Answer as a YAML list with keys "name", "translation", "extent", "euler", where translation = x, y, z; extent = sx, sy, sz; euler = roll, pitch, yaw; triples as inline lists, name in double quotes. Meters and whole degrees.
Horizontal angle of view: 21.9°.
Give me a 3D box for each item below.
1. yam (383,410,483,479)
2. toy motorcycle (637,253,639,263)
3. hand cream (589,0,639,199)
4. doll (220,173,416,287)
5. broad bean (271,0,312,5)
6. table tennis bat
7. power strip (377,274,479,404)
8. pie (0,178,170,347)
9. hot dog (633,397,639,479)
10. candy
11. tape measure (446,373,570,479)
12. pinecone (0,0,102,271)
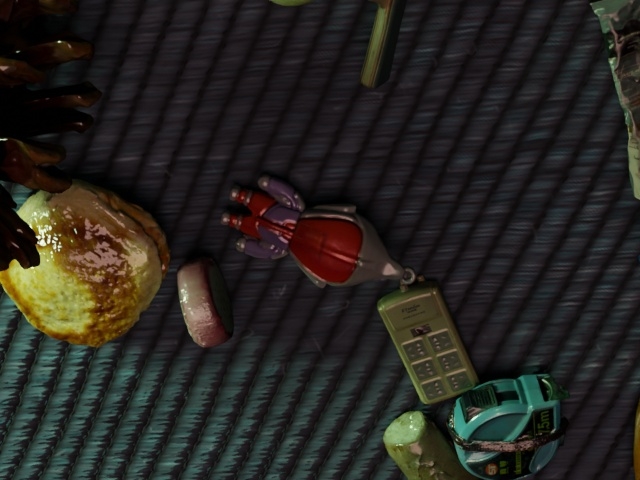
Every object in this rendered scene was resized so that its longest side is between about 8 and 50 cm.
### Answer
- name: "yam"
  translation: [0.207, 0.356, 2.028]
  extent: [0.083, 0.083, 0.371]
  euler: [-35, 111, 19]
- name: "toy motorcycle"
  translation: [0.491, -0.049, 1.773]
  extent: [0.331, 0.125, 0.196]
  euler: [-41, 113, 13]
- name: "hand cream"
  translation: [0.345, -0.149, 1.771]
  extent: [0.075, 0.052, 0.248]
  euler: [-20, 112, -13]
- name: "doll"
  translation: [0.000, 0.000, 1.840]
  extent: [0.227, 0.075, 0.102]
  euler: [19, 108, 2]
- name: "broad bean"
  translation: [-0.013, -0.340, 1.629]
  extent: [0.169, 0.100, 0.228]
  euler: [29, 110, 26]
- name: "table tennis bat"
  translation: [0.084, -0.284, 1.648]
  extent: [0.022, 0.173, 0.301]
  euler: [32, 132, 22]
- name: "power strip"
  translation: [0.124, 0.115, 1.925]
  extent: [0.076, 0.028, 0.169]
  euler: [-20, 116, 13]
- name: "pie"
  translation: [-0.269, 0.025, 1.858]
  extent: [0.205, 0.084, 0.179]
  euler: [-38, 111, 23]
- name: "hot dog"
  translation: [0.427, 0.276, 1.979]
  extent: [0.100, 0.068, 0.249]
  euler: [-7, 118, 5]
- name: "candy"
  translation: [-0.130, 0.070, 1.868]
  extent: [0.043, 0.103, 0.103]
  euler: [-14, 117, 7]
- name: "tape measure"
  translation: [0.221, 0.224, 1.947]
  extent: [0.146, 0.081, 0.125]
  euler: [-6, 130, -3]
- name: "pinecone"
  translation: [-0.363, -0.169, 1.631]
  extent: [0.384, 0.384, 0.384]
  euler: [1, 118, 2]
